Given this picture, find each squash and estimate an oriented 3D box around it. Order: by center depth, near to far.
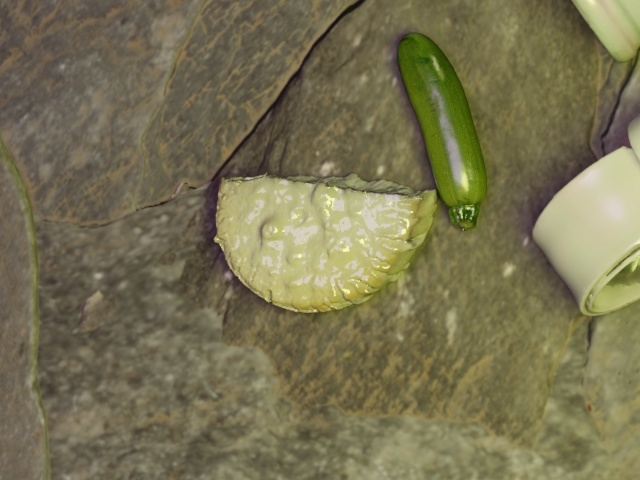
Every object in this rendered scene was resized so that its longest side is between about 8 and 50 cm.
[{"bbox_3d":[0.150,-0.138,1.774,0.069,0.069,0.258,-22,75,18],"label":"squash"}]

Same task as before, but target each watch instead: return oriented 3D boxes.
[{"bbox_3d":[0.371,-0.010,1.601,0.231,0.244,0.196,-49,62,31],"label":"watch"}]

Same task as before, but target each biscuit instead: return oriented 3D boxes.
[{"bbox_3d":[0.000,0.000,1.805,0.281,0.084,0.179,1,82,22],"label":"biscuit"}]

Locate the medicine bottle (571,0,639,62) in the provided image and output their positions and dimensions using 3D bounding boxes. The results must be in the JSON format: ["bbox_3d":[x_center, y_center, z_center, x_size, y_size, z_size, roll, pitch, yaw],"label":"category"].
[{"bbox_3d":[0.407,-0.361,1.627,0.316,0.202,0.202,-33,71,15],"label":"medicine bottle"}]
